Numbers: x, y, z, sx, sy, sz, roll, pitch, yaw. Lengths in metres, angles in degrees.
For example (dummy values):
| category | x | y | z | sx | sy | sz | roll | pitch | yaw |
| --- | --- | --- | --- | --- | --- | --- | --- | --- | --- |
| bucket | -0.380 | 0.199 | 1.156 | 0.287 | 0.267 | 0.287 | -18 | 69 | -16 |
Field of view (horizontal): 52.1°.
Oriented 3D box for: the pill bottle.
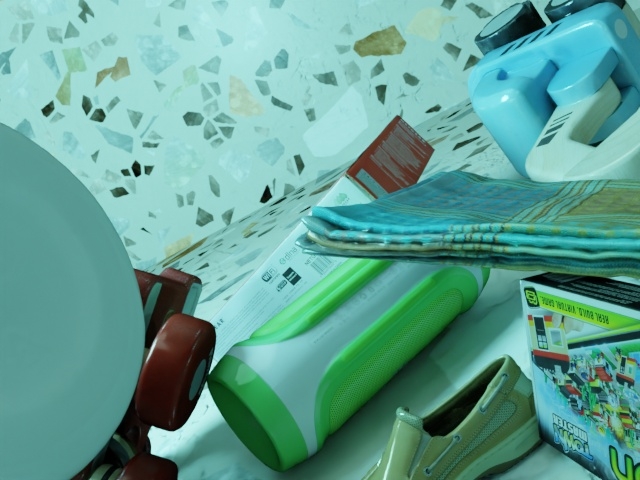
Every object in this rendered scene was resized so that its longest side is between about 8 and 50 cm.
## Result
| category | x | y | z | sx | sy | sz | roll | pitch | yaw |
| --- | --- | --- | --- | --- | --- | --- | --- | --- | --- |
| pill bottle | -0.334 | 0.097 | 0.435 | 0.407 | 0.229 | 0.229 | -24 | 13 | 28 |

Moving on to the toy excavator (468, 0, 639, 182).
| category | x | y | z | sx | sy | sz | roll | pitch | yaw |
| --- | --- | --- | --- | --- | --- | --- | --- | --- | --- |
| toy excavator | 0.341 | -0.170 | 0.899 | 0.445 | 0.222 | 0.433 | -51 | 21 | -24 |

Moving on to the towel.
| category | x | y | z | sx | sy | sz | roll | pitch | yaw |
| --- | --- | --- | --- | --- | --- | --- | --- | --- | --- |
| towel | 0.204 | -0.022 | 0.493 | 0.370 | 0.040 | 0.271 | 4 | 14 | 37 |

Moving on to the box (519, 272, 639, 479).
| category | x | y | z | sx | sy | sz | roll | pitch | yaw |
| --- | --- | --- | --- | --- | --- | --- | --- | --- | --- |
| box | 0.180 | 0.085 | 0.337 | 0.036 | 0.114 | 0.207 | -11 | 8 | -13 |

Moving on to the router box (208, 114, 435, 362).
| category | x | y | z | sx | sy | sz | roll | pitch | yaw |
| --- | --- | --- | --- | --- | --- | --- | --- | --- | --- |
| router box | 0.000 | 0.000 | 0.929 | 0.335 | 0.082 | 0.301 | -46 | 3 | 29 |

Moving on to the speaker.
| category | x | y | z | sx | sy | sz | roll | pitch | yaw |
| --- | --- | --- | --- | --- | --- | --- | --- | --- | --- |
| speaker | 0.037 | 0.085 | 0.646 | 0.296 | 0.131 | 0.131 | -36 | 14 | -28 |

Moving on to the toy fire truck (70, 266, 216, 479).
| category | x | y | z | sx | sy | sz | roll | pitch | yaw |
| --- | --- | --- | --- | --- | --- | --- | --- | --- | --- |
| toy fire truck | -0.199 | 0.170 | 0.648 | 0.169 | 0.302 | 0.254 | 15 | -6 | 5 |

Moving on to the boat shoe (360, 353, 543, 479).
| category | x | y | z | sx | sy | sz | roll | pitch | yaw |
| --- | --- | --- | --- | --- | --- | --- | --- | --- | --- |
| boat shoe | 0.068 | 0.146 | 0.450 | 0.190 | 0.072 | 0.068 | -34 | 13 | -17 |
